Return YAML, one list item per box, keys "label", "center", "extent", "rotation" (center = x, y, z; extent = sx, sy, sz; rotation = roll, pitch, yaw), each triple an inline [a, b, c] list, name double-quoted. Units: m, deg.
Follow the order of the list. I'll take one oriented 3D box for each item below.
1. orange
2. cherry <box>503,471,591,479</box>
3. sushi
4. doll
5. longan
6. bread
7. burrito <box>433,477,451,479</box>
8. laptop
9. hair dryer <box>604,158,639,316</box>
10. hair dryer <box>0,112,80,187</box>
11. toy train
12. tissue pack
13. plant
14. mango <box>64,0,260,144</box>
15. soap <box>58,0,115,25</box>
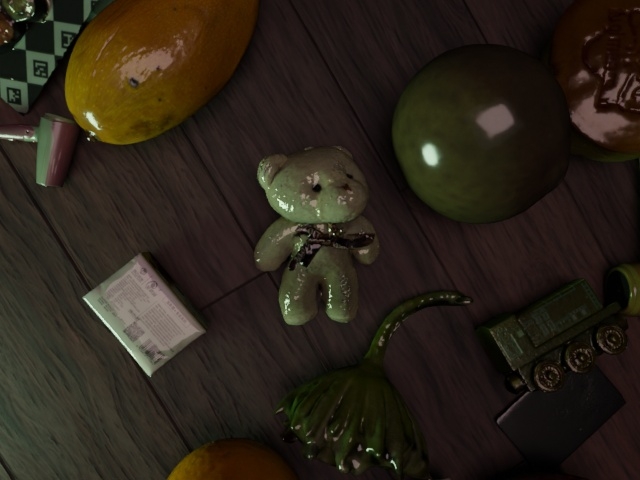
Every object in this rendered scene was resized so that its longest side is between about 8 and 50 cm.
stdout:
- label: "orange"
  center: [-0.125, 0.395, 0.804]
  extent: [0.220, 0.193, 0.219]
  rotation: [0, 92, 10]
- label: "cherry"
  center: [0.343, 0.445, 0.855]
  extent: [0.250, 0.192, 0.175]
  rotation: [7, 55, 1]
- label: "sushi"
  center: [-0.461, -0.328, 0.780]
  extent: [0.220, 0.047, 0.231]
  rotation: [44, 113, -5]
- label: "doll"
  center: [0.005, 0.000, 0.841]
  extent: [0.175, 0.149, 0.277]
  rotation: [-14, 108, -37]
- label: "longan"
  center: [0.229, -0.149, 0.797]
  extent: [0.258, 0.258, 0.257]
  rotation: [0, 91, -5]
- label: "bread"
  center: [0.463, -0.249, 0.855]
  extent: [0.270, 0.148, 0.269]
  rotation: [0, 83, -2]
- label: "burrito"
  center: [0.052, 0.504, 0.881]
  extent: [0.392, 0.076, 0.117]
  rotation: [-31, 114, -3]
- label: "laptop"
  center: [0.402, 0.286, 0.939]
  extent: [0.197, 0.016, 0.135]
  rotation: [-40, 93, -4]
- label: "hair dryer"
  center: [0.543, -0.016, 0.918]
  extent: [0.135, 0.090, 0.278]
  rotation: [-2, 85, -3]
- label: "hair dryer"
  center: [-0.447, -0.149, 0.840]
  extent: [0.154, 0.054, 0.106]
  rotation: [17, 94, 5]
- label: "toy train"
  center: [0.375, 0.151, 0.894]
  extent: [0.226, 0.090, 0.137]
  rotation: [-27, 79, -9]
- label: "tissue pack"
  center: [-0.253, 0.105, 0.830]
  extent: [0.106, 0.099, 0.148]
  rotation: [-39, 94, -5]
- label: "plant"
  center: [0.078, 0.221, 0.886]
  extent: [0.251, 0.180, 0.333]
  rotation: [20, 57, 1]
- label: "mango"
  center: [-0.213, -0.282, 0.805]
  extent: [0.359, 0.144, 0.187]
  rotation: [-43, 97, -6]
- label: "soap"
  center: [-0.381, -0.451, 0.813]
  extent: [0.261, 0.094, 0.150]
  rotation: [44, 94, -6]
